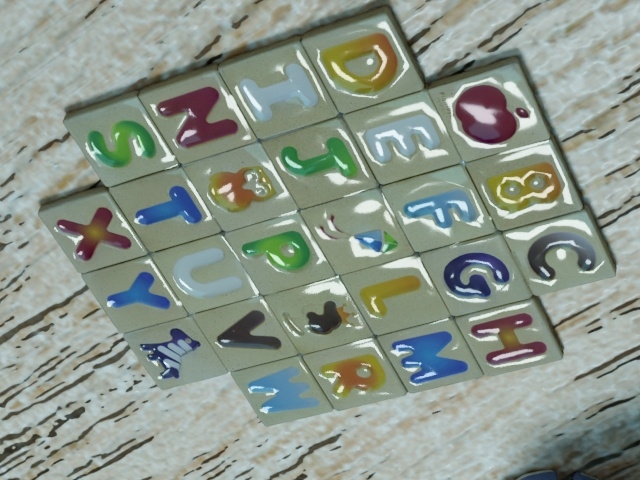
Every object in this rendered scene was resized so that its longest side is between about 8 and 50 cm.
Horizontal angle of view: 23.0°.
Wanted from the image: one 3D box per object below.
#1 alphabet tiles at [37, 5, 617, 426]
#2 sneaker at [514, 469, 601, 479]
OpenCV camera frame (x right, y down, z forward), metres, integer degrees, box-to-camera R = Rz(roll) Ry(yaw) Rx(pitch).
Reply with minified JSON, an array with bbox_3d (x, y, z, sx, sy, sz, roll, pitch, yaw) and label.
[{"bbox_3d":[0.000,0.000,1.020,0.343,0.011,0.285,-16,123,23],"label":"alphabet tiles"},{"bbox_3d":[0.254,0.267,1.045,0.316,0.182,0.127,8,118,12],"label":"sneaker"}]
